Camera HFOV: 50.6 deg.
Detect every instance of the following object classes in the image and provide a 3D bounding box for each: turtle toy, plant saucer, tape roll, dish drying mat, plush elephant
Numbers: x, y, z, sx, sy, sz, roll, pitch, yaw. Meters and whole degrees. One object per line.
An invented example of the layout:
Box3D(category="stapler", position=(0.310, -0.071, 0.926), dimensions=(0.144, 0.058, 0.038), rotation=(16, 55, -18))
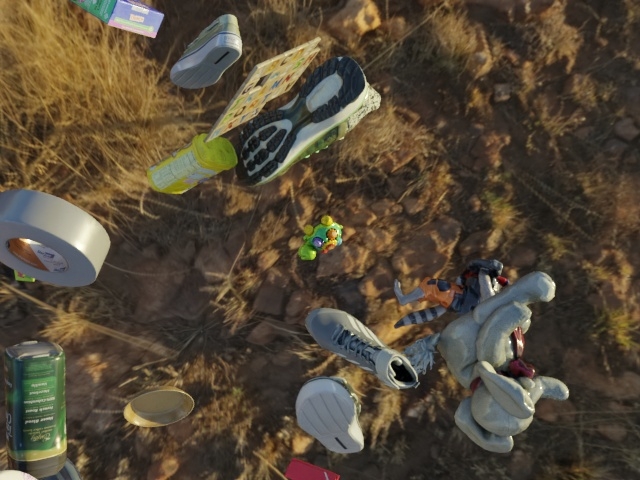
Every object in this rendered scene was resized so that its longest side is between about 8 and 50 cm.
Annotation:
Box3D(category="turtle toy", position=(0.000, 0.000, 1.683), dimensions=(0.130, 0.095, 0.066), rotation=(-30, 62, 6))
Box3D(category="plant saucer", position=(-0.197, 0.199, 0.823), dimensions=(0.083, 0.083, 0.015), rotation=(-9, 48, -11))
Box3D(category="tape roll", position=(-0.504, 0.000, 1.239), dimensions=(0.219, 0.219, 0.072), rotation=(19, 57, -7))
Box3D(category="dish drying mat", position=(-0.014, 0.362, 1.042), dimensions=(0.083, 0.008, 0.032), rotation=(12, 57, 27))
Box3D(category="plush elephant", position=(0.355, 0.258, 1.320), dimensions=(0.330, 0.272, 0.255), rotation=(-23, 65, -16))

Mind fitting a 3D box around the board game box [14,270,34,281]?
Box3D(category="board game box", position=(-0.670, 0.009, 1.603), dimensions=(0.043, 0.181, 0.092), rotation=(4, 119, -1))

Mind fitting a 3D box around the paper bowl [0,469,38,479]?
Box3D(category="paper bowl", position=(-0.413, 0.446, 0.835), dimensions=(0.148, 0.284, 0.284), rotation=(-22, 87, -4))

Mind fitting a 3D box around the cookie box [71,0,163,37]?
Box3D(category="cookie box", position=(-0.298, -0.338, 0.977), dimensions=(0.107, 0.092, 0.040), rotation=(34, 109, 26))

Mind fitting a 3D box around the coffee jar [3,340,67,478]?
Box3D(category="coffee jar", position=(-0.413, 0.245, 0.980), dimensions=(0.079, 0.096, 0.184), rotation=(-3, 97, -33))

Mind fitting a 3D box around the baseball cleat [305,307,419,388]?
Box3D(category="baseball cleat", position=(0.073, 0.171, 1.091), dimensions=(0.206, 0.109, 0.072), rotation=(31, 79, -7))

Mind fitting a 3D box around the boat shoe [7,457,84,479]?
Box3D(category="boat shoe", position=(-0.575, 0.568, 1.456), dimensions=(0.355, 0.130, 0.132), rotation=(29, 117, 27))

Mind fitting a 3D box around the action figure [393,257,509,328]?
Box3D(category="action figure", position=(0.365, 0.165, 1.801), dimensions=(0.330, 0.341, 0.178), rotation=(3, 71, 9))

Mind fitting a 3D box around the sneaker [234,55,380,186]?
Box3D(category="sneaker", position=(-0.023, -0.236, 1.546), dimensions=(0.410, 0.182, 0.158), rotation=(-32, 63, 28))

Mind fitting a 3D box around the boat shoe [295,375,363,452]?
Box3D(category="boat shoe", position=(0.019, 0.348, 1.436), dimensions=(0.121, 0.335, 0.119), rotation=(-9, 54, 6))

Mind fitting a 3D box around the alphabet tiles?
Box3D(category="alphabet tiles", position=(-0.093, -0.274, 1.210), dimensions=(0.009, 0.198, 0.237), rotation=(48, 43, 1))

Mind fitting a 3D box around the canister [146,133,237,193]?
Box3D(category="canister", position=(-0.293, -0.170, 1.539), dimensions=(0.170, 0.126, 0.073), rotation=(-25, 78, 26))

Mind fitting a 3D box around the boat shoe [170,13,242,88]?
Box3D(category="boat shoe", position=(-0.288, -0.475, 1.734), dimensions=(0.109, 0.302, 0.094), rotation=(15, 71, -37))
